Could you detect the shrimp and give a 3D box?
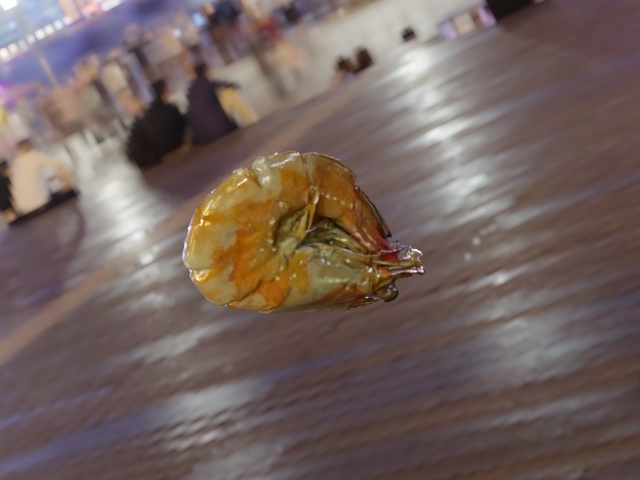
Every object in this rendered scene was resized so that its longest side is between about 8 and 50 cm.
[{"bbox_3d":[0.001,0.001,1.417,0.294,0.062,0.154,12,-69,-50],"label":"shrimp"}]
